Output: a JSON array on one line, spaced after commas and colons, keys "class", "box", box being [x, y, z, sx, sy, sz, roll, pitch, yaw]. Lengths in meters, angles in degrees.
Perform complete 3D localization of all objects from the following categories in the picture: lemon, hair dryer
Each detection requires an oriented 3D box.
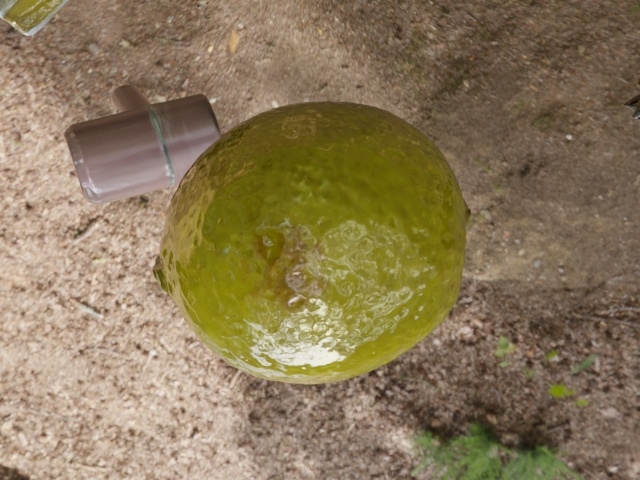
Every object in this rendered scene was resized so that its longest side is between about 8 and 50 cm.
[{"class": "lemon", "box": [0.000, 0.001, 0.558, 0.267, 0.267, 0.267, 0, 118, -1]}, {"class": "hair dryer", "box": [-0.310, -0.184, 1.033, 0.210, 0.352, 0.125, -19, 123, -19]}]

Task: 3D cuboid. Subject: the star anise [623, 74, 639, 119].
[{"class": "star anise", "box": [0.385, -0.085, 0.586, 0.214, 0.220, 0.099, 24, 129, -15]}]

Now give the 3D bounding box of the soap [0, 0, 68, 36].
[{"class": "soap", "box": [-0.378, -0.438, 0.879, 0.274, 0.089, 0.173, -46, 74, 0]}]
